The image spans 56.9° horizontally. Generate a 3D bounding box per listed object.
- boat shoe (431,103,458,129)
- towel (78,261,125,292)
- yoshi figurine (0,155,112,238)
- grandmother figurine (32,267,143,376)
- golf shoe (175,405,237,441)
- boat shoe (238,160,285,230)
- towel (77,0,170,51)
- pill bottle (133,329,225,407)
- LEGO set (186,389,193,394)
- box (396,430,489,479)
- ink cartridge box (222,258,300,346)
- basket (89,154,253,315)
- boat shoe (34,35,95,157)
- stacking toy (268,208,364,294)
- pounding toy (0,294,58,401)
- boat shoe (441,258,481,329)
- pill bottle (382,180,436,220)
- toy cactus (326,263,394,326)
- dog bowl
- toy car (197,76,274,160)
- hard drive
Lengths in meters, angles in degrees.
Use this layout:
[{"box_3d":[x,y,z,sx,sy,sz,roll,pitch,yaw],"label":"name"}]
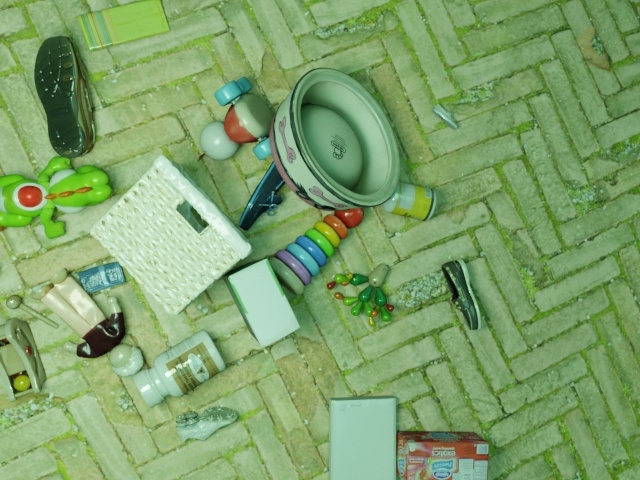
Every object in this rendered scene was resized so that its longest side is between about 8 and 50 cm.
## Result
[{"box_3d":[0.397,-0.390,1.854,0.100,0.035,0.035,40,86,0],"label":"boat shoe"},{"box_3d":[-0.618,0.104,1.671,0.119,0.029,0.067,-16,91,-9],"label":"towel"},{"box_3d":[-0.731,-0.125,1.613,0.362,0.203,0.203,-8,49,4],"label":"yoshi figurine"},{"box_3d":[-0.626,0.244,1.625,0.208,0.104,0.342,-41,98,17],"label":"grandmother figurine"},{"box_3d":[-0.326,0.533,1.706,0.176,0.069,0.086,-6,110,-7],"label":"golf shoe"},{"box_3d":[-0.145,-0.134,1.720,0.089,0.109,0.258,32,86,-11],"label":"boat shoe"},{"box_3d":[-0.564,-0.622,1.703,0.237,0.021,0.102,-18,97,-11],"label":"towel"},{"box_3d":[-0.392,0.359,1.642,0.229,0.131,0.131,-30,94,-15],"label":"pill bottle"},{"box_3d":[-0.384,0.415,1.712,0.083,0.023,0.054,-37,97,-22],"label":"LEGO set"},{"box_3d":[0.364,0.653,1.781,0.257,0.122,0.128,3,88,-9],"label":"box"},{"box_3d":[-0.170,0.163,1.623,0.117,0.278,0.201,-26,93,-12],"label":"ink cartridge box"},{"box_3d":[-0.378,-0.013,1.572,0.266,0.331,0.328,-43,96,-2],"label":"basket"},{"box_3d":[-0.693,-0.387,1.625,0.123,0.120,0.324,-3,96,8],"label":"boat shoe"},{"box_3d":[0.000,0.000,1.734,0.141,0.141,0.330,46,78,-6],"label":"stacking toy"},{"box_3d":[-0.790,0.276,1.575,0.155,0.154,0.269,-18,92,-9],"label":"pounding toy"},{"box_3d":[0.434,0.173,1.828,0.069,0.081,0.227,-15,84,-7],"label":"boat shoe"},{"box_3d":[0.249,-0.126,1.788,0.184,0.103,0.103,12,87,-9],"label":"pill bottle"},{"box_3d":[0.144,0.145,1.774,0.219,0.112,0.180,35,74,1],"label":"toy cactus"},{"box_3d":[0.034,-0.262,1.647,0.408,0.150,0.408,19,60,-38],"label":"dog bowl"},{"box_3d":[-0.259,-0.306,1.689,0.238,0.210,0.219,-30,104,19],"label":"toy car"},{"box_3d":[0.128,0.629,1.784,0.203,0.040,0.307,0,89,-10],"label":"hard drive"}]
